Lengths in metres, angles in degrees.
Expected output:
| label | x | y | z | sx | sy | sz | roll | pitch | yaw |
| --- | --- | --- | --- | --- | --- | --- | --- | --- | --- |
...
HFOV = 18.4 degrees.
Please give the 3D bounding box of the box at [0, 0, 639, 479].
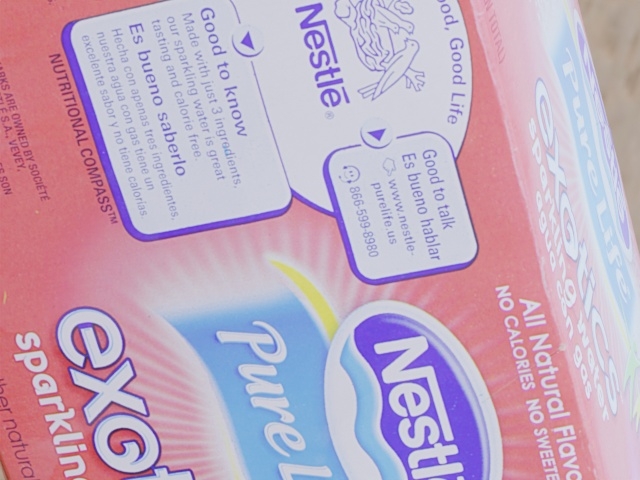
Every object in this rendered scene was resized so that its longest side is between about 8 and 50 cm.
| label | x | y | z | sx | sy | sz | roll | pitch | yaw |
| --- | --- | --- | --- | --- | --- | --- | --- | --- | --- |
| box | 0.000 | 0.000 | 0.520 | 0.142 | 0.154 | 0.300 | -62 | 138 | -63 |
